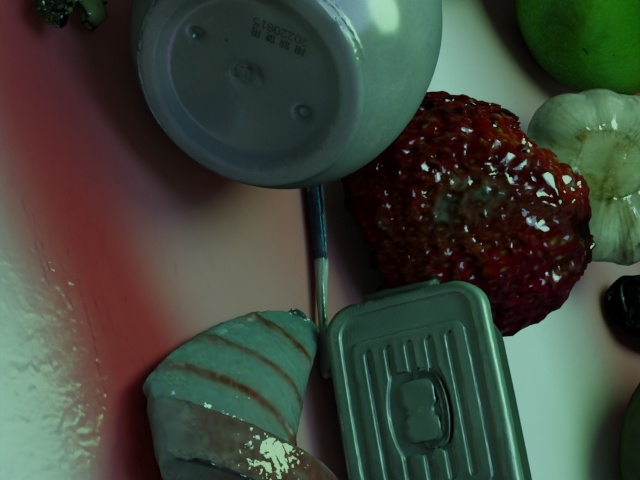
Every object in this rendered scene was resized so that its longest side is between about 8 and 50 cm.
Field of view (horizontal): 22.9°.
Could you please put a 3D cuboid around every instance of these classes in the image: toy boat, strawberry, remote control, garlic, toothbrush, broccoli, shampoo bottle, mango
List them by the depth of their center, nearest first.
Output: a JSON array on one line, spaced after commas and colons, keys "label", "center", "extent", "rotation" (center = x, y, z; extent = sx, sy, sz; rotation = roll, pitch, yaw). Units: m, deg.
[{"label": "toy boat", "center": [-0.055, 0.137, 1.381], "extent": [0.206, 0.096, 0.282], "rotation": [35, 35, -14]}, {"label": "broccoli", "center": [-0.207, -0.225, 1.390], "extent": [0.097, 0.095, 0.092], "rotation": [-121, -171, -61]}, {"label": "shampoo bottle", "center": [-0.024, -0.198, 1.432], "extent": [0.273, 0.273, 0.266], "rotation": [53, 31, -16]}, {"label": "toothbrush", "center": [0.000, 0.000, 1.559], "extent": [0.026, 0.024, 0.288], "rotation": [19, 56, -45]}, {"label": "strawberry", "center": [0.166, -0.030, 1.619], "extent": [0.274, 0.220, 0.274], "rotation": [24, 57, -43]}, {"label": "garlic", "center": [0.332, -0.068, 1.909], "extent": [0.212, 0.218, 0.219], "rotation": [83, -13, -84]}, {"label": "mango", "center": [0.345, -0.329, 1.956], "extent": [0.382, 0.225, 0.201], "rotation": [63, 26, -50]}, {"label": "remote control", "center": [0.448, 0.110, 2.027], "extent": [0.266, 0.066, 0.090], "rotation": [26, 65, -46]}]

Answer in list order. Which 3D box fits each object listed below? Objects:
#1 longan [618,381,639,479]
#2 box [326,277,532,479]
[{"label": "longan", "center": [0.513, 0.255, 1.795], "extent": [0.361, 0.361, 0.361], "rotation": [27, 51, -40]}, {"label": "box", "center": [0.112, 0.170, 1.484], "extent": [0.135, 0.163, 0.243], "rotation": [35, 42, -65]}]
